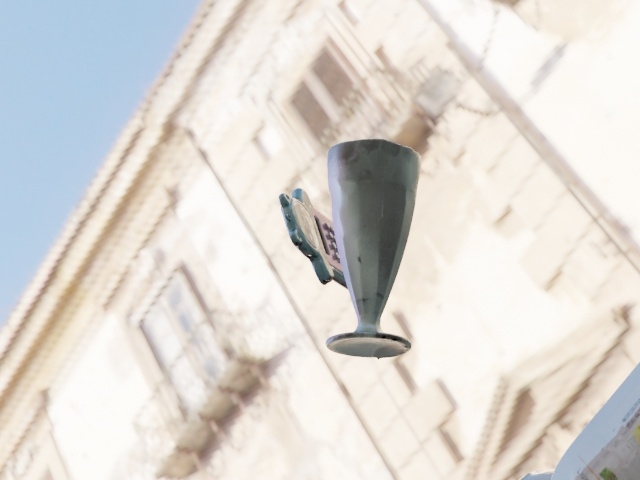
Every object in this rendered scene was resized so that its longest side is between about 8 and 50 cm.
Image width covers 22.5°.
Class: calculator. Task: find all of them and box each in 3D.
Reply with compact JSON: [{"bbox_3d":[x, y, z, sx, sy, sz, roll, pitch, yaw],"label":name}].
[{"bbox_3d":[0.000,0.000,1.405,0.019,0.094,0.141,-26,-26,17],"label":"calculator"}]

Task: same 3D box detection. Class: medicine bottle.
[{"bbox_3d":[0.355,0.164,1.473,0.296,0.161,0.111,-51,-39,12],"label":"medicine bottle"}]

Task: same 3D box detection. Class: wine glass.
[{"bbox_3d":[0.037,0.005,1.198,0.073,0.155,0.073,3,-20,1],"label":"wine glass"}]

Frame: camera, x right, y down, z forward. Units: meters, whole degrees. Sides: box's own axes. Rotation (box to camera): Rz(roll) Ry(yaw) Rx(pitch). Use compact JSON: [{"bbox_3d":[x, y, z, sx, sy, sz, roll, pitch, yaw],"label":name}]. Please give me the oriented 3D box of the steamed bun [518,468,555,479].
[{"bbox_3d":[0.279,0.384,1.851,0.232,0.145,0.232,-33,-48,-47],"label":"steamed bun"}]
